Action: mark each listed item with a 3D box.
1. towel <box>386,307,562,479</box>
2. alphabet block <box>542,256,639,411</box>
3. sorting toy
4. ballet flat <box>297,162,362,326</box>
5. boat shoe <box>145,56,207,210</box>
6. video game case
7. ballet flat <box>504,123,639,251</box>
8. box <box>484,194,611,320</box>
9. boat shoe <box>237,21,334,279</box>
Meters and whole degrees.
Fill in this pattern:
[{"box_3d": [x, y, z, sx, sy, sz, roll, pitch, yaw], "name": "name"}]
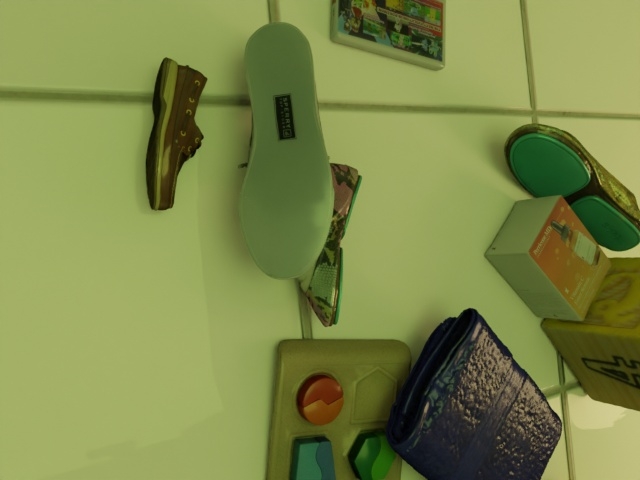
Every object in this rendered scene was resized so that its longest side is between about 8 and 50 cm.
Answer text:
[{"box_3d": [0.233, 0.274, 0.798, 0.308, 0.076, 0.227, 47, 68, -26], "name": "towel"}, {"box_3d": [0.545, 0.160, 0.923, 0.192, 0.193, 0.197, -44, 107, -25], "name": "alphabet block"}, {"box_3d": [0.076, 0.255, 0.745, 0.307, 0.041, 0.229, 6, 84, -28], "name": "sorting toy"}, {"box_3d": [0.000, 0.000, 0.708, 0.079, 0.077, 0.221, 12, 76, -9], "name": "ballet flat"}, {"box_3d": [-0.165, -0.120, 0.621, 0.060, 0.064, 0.178, 9, 81, -26], "name": "boat shoe"}, {"box_3d": [0.108, -0.367, 0.809, 0.201, 0.023, 0.183, 4, 85, -30], "name": "video game case"}, {"box_3d": [0.442, -0.108, 0.937, 0.348, 0.123, 0.123, 34, 72, -22], "name": "ballet flat"}, {"box_3d": [0.382, 0.031, 0.898, 0.170, 0.091, 0.130, 45, 68, -20], "name": "box"}, {"box_3d": [-0.046, -0.102, 0.662, 0.113, 0.105, 0.306, -9, 81, 0], "name": "boat shoe"}]
